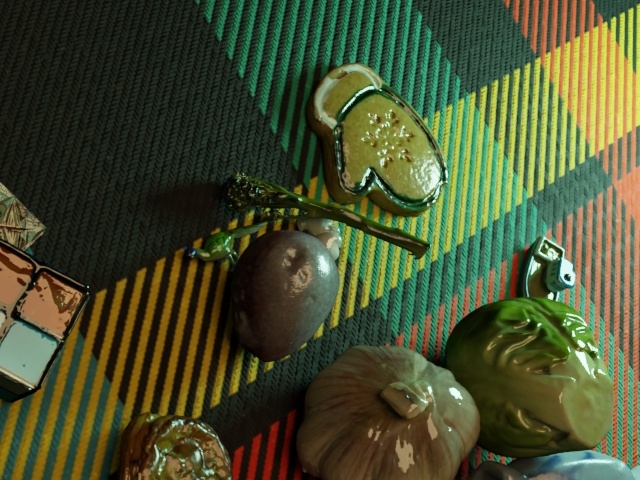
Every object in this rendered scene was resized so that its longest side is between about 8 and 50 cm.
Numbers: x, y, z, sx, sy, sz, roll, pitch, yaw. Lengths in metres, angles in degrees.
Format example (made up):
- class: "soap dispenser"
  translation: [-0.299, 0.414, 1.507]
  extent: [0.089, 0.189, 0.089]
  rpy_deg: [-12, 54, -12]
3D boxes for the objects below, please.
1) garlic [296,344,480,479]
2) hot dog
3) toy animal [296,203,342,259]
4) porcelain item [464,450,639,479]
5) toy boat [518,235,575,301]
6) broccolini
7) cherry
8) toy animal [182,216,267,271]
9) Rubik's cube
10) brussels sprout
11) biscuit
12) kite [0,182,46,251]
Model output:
- class: "garlic"
  translation: [0.113, 0.317, 1.780]
  extent: [0.322, 0.322, 0.241]
  rpy_deg: [-24, 122, -35]
- class: "hot dog"
  translation: [-0.238, 0.404, 1.605]
  extent: [0.196, 0.122, 0.272]
  rpy_deg: [20, 61, -31]
- class: "toy animal"
  translation: [0.006, -0.001, 1.932]
  extent: [0.085, 0.071, 0.124]
  rpy_deg: [-7, 77, -34]
- class: "porcelain item"
  translation: [0.476, 0.516, 1.963]
  extent: [0.405, 0.178, 0.242]
  rpy_deg: [9, 69, -25]
- class: "toy boat"
  translation: [0.478, 0.081, 2.172]
  extent: [0.088, 0.102, 0.215]
  rpy_deg: [29, 60, -17]
- class: "broccolini"
  translation: [0.007, -0.031, 1.879]
  extent: [0.392, 0.074, 0.079]
  rpy_deg: [21, 24, -1]
- class: "cherry"
  translation: [-0.062, 0.082, 1.780]
  extent: [0.184, 0.213, 0.266]
  rpy_deg: [12, 72, 9]
- class: "toy animal"
  translation: [-0.149, 0.011, 1.855]
  extent: [0.217, 0.041, 0.075]
  rpy_deg: [-24, 84, -40]
- class: "Rubik's cube"
  translation: [-0.474, 0.119, 1.531]
  extent: [0.183, 0.167, 0.180]
  rpy_deg: [30, 64, -18]
- class: "brussels sprout"
  translation: [0.384, 0.260, 1.907]
  extent: [0.289, 0.355, 0.281]
  rpy_deg: [-9, 106, -26]
- class: "biscuit"
  translation: [0.107, -0.187, 2.071]
  extent: [0.343, 0.057, 0.287]
  rpy_deg: [49, 55, -6]
- class: "kite"
  translation: [-0.559, -0.027, 1.633]
  extent: [0.250, 0.012, 0.229]
  rpy_deg: [2, 73, -31]
